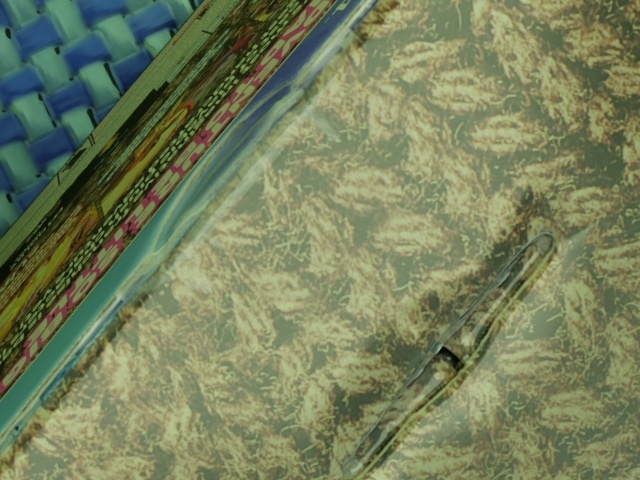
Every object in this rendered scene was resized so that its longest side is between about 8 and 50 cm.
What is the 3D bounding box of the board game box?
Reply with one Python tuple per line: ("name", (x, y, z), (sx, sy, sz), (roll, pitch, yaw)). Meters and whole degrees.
("board game box", (0.000, 0.000, 0.469), (0.141, 0.291, 0.232), (40, 91, -16))
